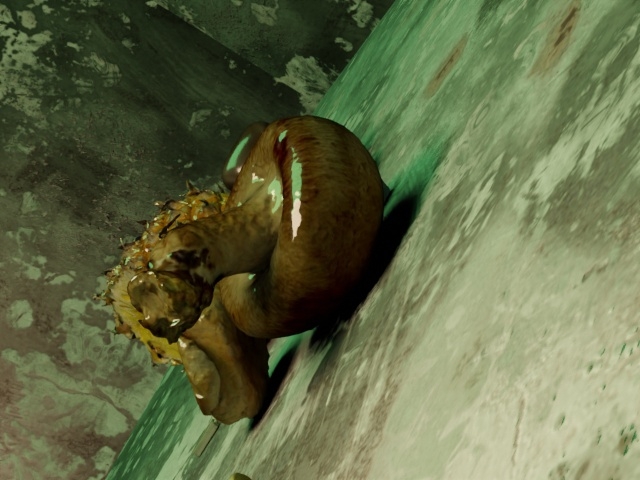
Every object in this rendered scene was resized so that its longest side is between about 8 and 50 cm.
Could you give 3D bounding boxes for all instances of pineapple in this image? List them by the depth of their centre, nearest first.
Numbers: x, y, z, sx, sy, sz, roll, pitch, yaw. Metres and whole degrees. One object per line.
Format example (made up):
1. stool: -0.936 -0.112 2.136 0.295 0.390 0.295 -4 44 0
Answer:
1. pineapple: -0.233 0.068 2.164 0.352 0.352 0.300 -52 9 43

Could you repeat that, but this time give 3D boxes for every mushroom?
1. mushroom: -0.090 -0.008 1.594 0.331 0.356 0.334 103 164 -66

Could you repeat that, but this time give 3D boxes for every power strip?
1. power strip: -0.211 0.361 2.072 0.083 0.017 0.027 -57 8 14

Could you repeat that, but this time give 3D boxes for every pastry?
1. pastry: -0.149 0.176 1.754 0.100 0.218 0.229 -17 -10 10

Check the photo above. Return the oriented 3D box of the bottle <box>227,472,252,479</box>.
1. bottle: -0.164 0.387 1.390 0.269 0.083 0.083 -55 8 23

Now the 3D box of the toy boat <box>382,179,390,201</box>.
1. toy boat: 0.015 -0.004 1.824 0.283 0.078 0.127 -55 7 25

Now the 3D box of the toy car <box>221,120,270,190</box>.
1. toy car: -0.081 -0.148 2.365 0.271 0.240 0.340 -60 -3 -4
